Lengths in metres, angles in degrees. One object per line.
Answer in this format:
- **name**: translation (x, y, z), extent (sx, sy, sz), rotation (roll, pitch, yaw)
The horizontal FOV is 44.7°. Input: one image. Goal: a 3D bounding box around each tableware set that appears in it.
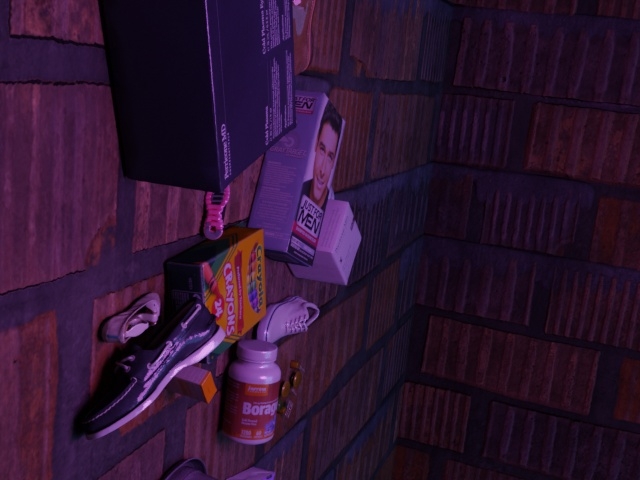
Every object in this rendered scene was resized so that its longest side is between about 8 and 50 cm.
- **tableware set**: translation (-0.089, 0.405, 2.137), extent (0.104, 0.024, 0.154), rotation (60, 45, -57)

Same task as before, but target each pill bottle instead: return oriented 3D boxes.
- **pill bottle**: translation (-0.154, 0.341, 1.768), extent (0.121, 0.121, 0.216), rotation (-17, 115, -69)

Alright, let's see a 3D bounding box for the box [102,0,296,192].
- **box**: translation (-0.182, -0.302, 1.277), extent (0.312, 0.179, 0.343), rotation (-53, 147, -56)

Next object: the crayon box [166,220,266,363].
- **crayon box**: translation (-0.190, 0.092, 1.577), extent (0.318, 0.081, 0.202), rotation (-40, 131, -64)

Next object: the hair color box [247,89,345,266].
- **hair color box**: translation (-0.054, -0.142, 1.818), extent (0.185, 0.114, 0.374), rotation (36, 65, -69)

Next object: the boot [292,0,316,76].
- **boot**: translation (-0.075, -0.471, 1.587), extent (0.115, 0.112, 0.305), rotation (-55, 147, -49)

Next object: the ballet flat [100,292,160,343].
- **ballet flat**: translation (-0.308, 0.138, 1.332), extent (0.168, 0.052, 0.057), rotation (-41, 136, -62)

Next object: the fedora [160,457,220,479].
- **fedora**: translation (-0.263, 0.582, 1.577), extent (0.275, 0.124, 0.243), rotation (-54, 148, -51)

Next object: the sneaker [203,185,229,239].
- **sneaker**: translation (-0.207, -0.061, 1.550), extent (0.057, 0.047, 0.119), rotation (-104, -154, -90)

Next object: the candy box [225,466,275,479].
- **candy box**: translation (-0.187, 0.676, 1.920), extent (0.165, 0.070, 0.196), rotation (16, 84, -71)

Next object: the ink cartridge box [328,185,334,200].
- **ink cartridge box**: translation (0.006, -0.184, 2.061), extent (0.189, 0.066, 0.232), rotation (67, 42, -57)

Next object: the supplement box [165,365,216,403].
- **supplement box**: translation (-0.253, 0.267, 1.484), extent (0.062, 0.099, 0.036), rotation (82, 30, -44)

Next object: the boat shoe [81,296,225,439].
- **boat shoe**: translation (-0.296, 0.212, 1.326), extent (0.302, 0.114, 0.091), rotation (-43, 109, -40)

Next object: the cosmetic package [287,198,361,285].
- **cosmetic package**: translation (0.000, 0.000, 1.982), extent (0.183, 0.152, 0.151), rotation (66, 38, -58)

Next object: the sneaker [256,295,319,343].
- **sneaker**: translation (-0.077, 0.198, 1.955), extent (0.258, 0.091, 0.094), rotation (-37, 134, -63)
